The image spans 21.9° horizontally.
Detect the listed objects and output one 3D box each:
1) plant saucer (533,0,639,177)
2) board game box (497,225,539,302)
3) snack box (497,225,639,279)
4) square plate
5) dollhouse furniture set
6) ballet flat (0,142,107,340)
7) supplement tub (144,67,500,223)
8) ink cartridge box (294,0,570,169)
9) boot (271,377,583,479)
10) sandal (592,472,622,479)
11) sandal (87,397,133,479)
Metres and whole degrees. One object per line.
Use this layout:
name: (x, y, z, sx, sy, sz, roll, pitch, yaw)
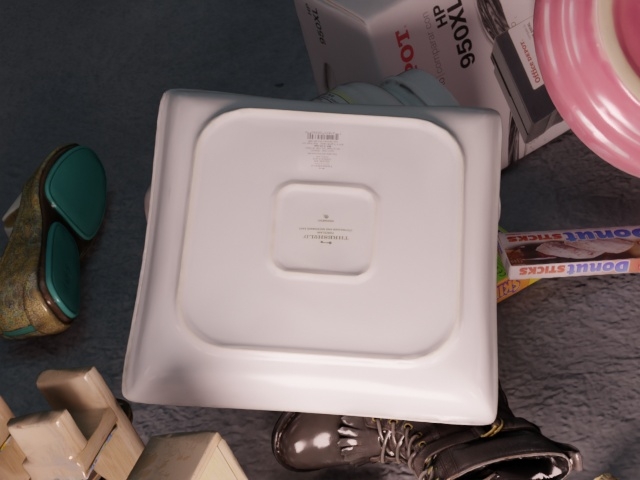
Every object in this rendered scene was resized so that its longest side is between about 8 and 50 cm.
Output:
plant saucer: (0.405, -0.232, 1.872, 0.332, 0.332, 0.084, -32, -2, -21)
board game box: (0.107, 0.061, 1.825, 0.259, 0.039, 0.124, -26, 36, -17)
snack box: (0.284, 0.012, 1.794, 0.178, 0.022, 0.064, -3, 34, -8)
square plate: (0.000, 0.000, 1.580, 0.347, 0.049, 0.344, 4, 63, 1)
dollhouse furniture set: (-0.225, 0.323, 1.455, 0.394, 0.256, 0.362, -9, 34, 30)
ballet flat: (-0.344, -0.001, 2.033, 0.123, 0.123, 0.348, -11, 35, 8)
supplement tub: (0.002, -0.025, 1.754, 0.324, 0.235, 0.235, -27, 36, -15)
ink cartridge box: (0.195, -0.250, 1.997, 0.395, 0.285, 0.166, -31, 37, -19)
boot: (0.092, 0.195, 1.557, 0.263, 0.091, 0.229, -17, 21, -4)
sandal: (0.243, 0.245, 1.478, 0.240, 0.079, 0.088, 3, 40, 26)
sandal: (-0.253, 0.258, 1.687, 0.090, 0.060, 0.219, 3, 54, 21)
